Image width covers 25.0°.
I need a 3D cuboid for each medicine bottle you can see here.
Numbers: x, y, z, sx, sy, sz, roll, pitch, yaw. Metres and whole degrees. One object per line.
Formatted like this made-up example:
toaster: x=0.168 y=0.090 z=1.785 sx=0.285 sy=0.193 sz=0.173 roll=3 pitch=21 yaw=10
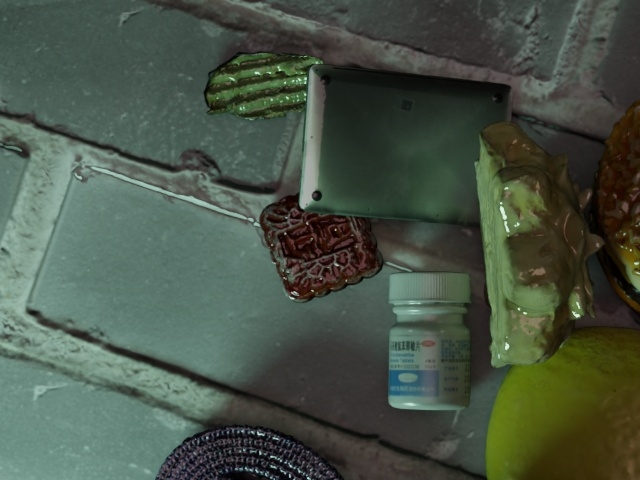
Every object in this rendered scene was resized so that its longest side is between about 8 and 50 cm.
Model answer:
medicine bottle: x=0.135 y=0.124 z=1.783 sx=0.105 sy=0.105 sz=0.168 roll=0 pitch=85 yaw=6

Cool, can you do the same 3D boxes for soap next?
soap: x=0.404 y=0.266 z=1.715 sx=0.427 sy=0.115 sz=0.306 roll=11 pitch=95 yaw=20

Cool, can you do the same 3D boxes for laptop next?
laptop: x=0.109 y=-0.118 z=1.817 sx=0.269 sy=0.015 sz=0.188 roll=5 pitch=86 yaw=-11

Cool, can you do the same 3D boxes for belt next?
belt: x=-0.071 y=0.374 z=1.773 sx=0.260 sy=0.122 sz=0.325 roll=-39 pitch=84 yaw=-4

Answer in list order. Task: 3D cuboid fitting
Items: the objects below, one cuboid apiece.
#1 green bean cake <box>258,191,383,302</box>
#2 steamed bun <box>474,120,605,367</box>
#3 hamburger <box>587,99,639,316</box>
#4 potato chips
green bean cake: x=0.000 y=0.000 z=1.832 sx=0.135 sy=0.056 sz=0.136 roll=-21 pitch=83 yaw=5
steamed bun: x=0.257 y=0.007 z=1.683 sx=0.137 sy=0.292 sz=0.296 roll=-3 pitch=96 yaw=2
hamburger: x=0.475 y=-0.040 z=1.691 sx=0.329 sy=0.250 sz=0.330 roll=0 pitch=85 yaw=5
potato chips: x=-0.049 y=-0.203 z=1.869 sx=0.207 sy=0.028 sz=0.092 roll=-3 pitch=86 yaw=7
